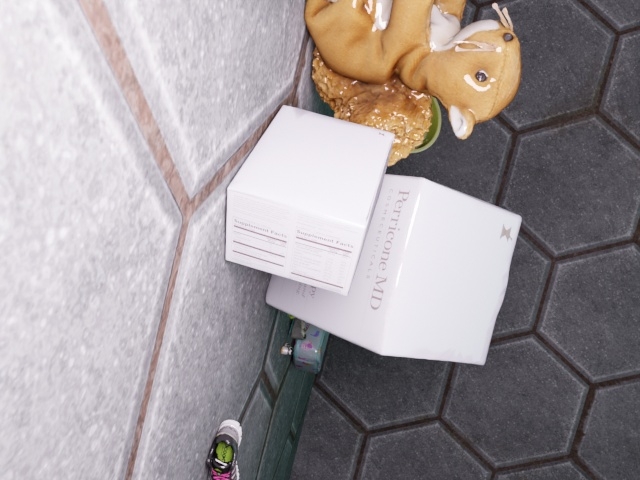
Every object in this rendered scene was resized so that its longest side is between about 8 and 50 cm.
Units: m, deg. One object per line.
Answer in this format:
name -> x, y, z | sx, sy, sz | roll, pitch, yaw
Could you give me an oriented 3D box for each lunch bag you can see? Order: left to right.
lunch bag -> -0.029, 0.364, 2.085 | 0.279, 0.108, 0.224 | 92, 12, -65

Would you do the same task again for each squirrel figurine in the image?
squirrel figurine -> 0.169, -0.319, 1.034 | 0.281, 0.370, 0.397 | -42, 167, -40

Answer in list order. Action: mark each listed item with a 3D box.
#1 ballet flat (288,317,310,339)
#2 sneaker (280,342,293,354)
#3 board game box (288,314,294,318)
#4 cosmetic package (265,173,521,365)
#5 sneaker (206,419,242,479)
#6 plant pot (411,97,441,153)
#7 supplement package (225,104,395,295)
ballet flat -> -0.052, 0.223, 1.768 | 0.072, 0.068, 0.213 | -63, 166, -62
sneaker -> -0.101, 0.346, 1.760 | 0.083, 0.037, 0.032 | -14, 117, -84
board game box -> -0.010, 0.148, 1.575 | 0.043, 0.181, 0.092 | 57, 21, -11
cosmetic package -> 0.147, 0.045, 1.209 | 0.394, 0.327, 0.329 | 14, -91, 52
sneaker -> -0.196, 0.449, 1.111 | 0.075, 0.063, 0.170 | -25, 124, -82
plant pot -> 0.206, -0.368, 1.821 | 0.254, 0.276, 0.276 | -33, -143, 64
supplement package -> -0.012, -0.075, 0.902 | 0.262, 0.204, 0.145 | -68, 172, -48
